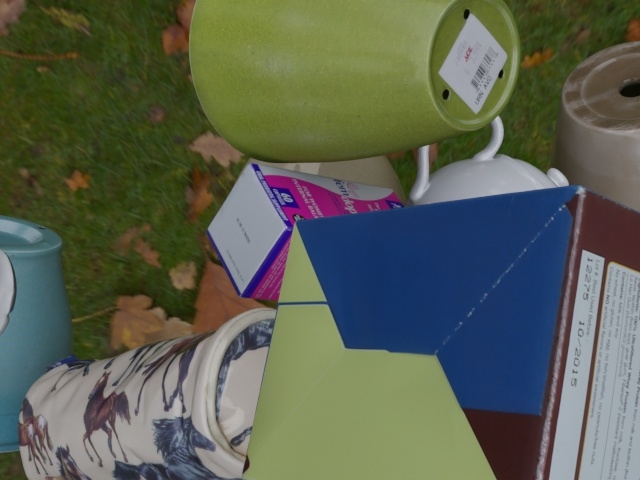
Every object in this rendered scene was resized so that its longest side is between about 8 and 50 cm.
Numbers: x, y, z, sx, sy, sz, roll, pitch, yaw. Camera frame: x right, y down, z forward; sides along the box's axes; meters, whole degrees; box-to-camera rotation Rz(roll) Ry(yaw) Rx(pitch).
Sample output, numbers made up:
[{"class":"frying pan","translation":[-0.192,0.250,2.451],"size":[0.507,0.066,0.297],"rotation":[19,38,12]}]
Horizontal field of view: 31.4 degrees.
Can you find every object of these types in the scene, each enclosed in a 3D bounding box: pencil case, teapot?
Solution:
[{"class":"pencil case","translation":[-0.160,0.176,1.202],"size":[0.160,0.410,0.183],"rotation":[49,51,-20]},{"class":"teapot","translation":[0.239,-0.025,1.457],"size":[0.187,0.256,0.252],"rotation":[-45,64,-1]}]

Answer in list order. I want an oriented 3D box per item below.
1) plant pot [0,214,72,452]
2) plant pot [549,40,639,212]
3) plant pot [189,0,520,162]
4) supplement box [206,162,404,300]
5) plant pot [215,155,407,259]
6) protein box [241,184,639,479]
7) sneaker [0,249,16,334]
[{"class":"plant pot","translation":[-0.449,0.104,1.492],"size":[0.271,0.272,0.255],"rotation":[12,103,4]},{"class":"plant pot","translation":[0.450,-0.113,1.594],"size":[0.323,0.280,0.323],"rotation":[-13,43,13]},{"class":"plant pot","translation":[0.057,-0.200,1.204],"size":[0.293,0.274,0.275],"rotation":[15,83,47]},{"class":"supplement box","translation":[0.000,0.000,1.317],"size":[0.114,0.220,0.111],"rotation":[-55,47,28]},{"class":"plant pot","translation":[-0.003,-0.063,1.600],"size":[0.284,0.284,0.191],"rotation":[2,85,3]},{"class":"protein box","translation":[0.108,0.075,0.541],"size":[0.201,0.199,0.136],"rotation":[19,76,-32]},{"class":"sneaker","translation":[-0.372,0.071,0.818],"size":[0.297,0.129,0.111],"rotation":[-35,55,-2]}]
